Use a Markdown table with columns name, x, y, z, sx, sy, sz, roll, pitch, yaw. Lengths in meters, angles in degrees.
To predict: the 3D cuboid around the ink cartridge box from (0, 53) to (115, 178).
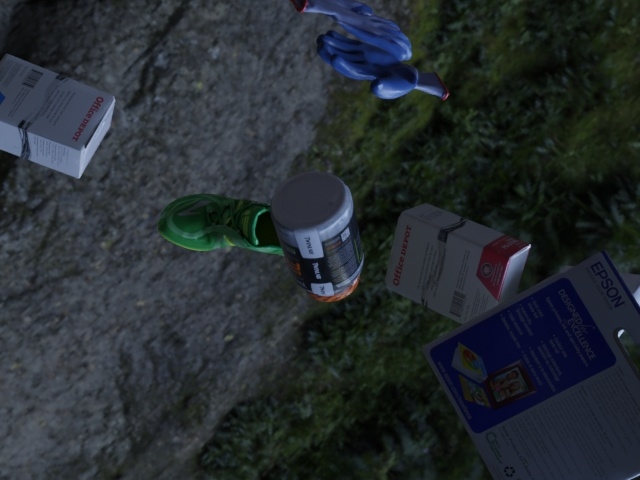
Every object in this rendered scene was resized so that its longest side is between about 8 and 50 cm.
| name | x | y | z | sx | sy | sz | roll | pitch | yaw |
| --- | --- | --- | --- | --- | --- | --- | --- | --- | --- |
| ink cartridge box | -0.481 | -0.214 | 1.410 | 0.086 | 0.203 | 0.148 | 120 | -10 | -51 |

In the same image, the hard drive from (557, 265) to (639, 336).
| name | x | y | z | sx | sy | sz | roll | pitch | yaw |
| --- | --- | --- | --- | --- | --- | --- | --- | --- | --- |
| hard drive | 0.435 | 0.199 | 1.527 | 0.353 | 0.047 | 0.233 | -49 | -162 | -12 |

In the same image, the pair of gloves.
| name | x | y | z | sx | sy | sz | roll | pitch | yaw |
| --- | --- | --- | --- | --- | --- | --- | --- | --- | --- |
| pair of gloves | 0.049 | -0.203 | 0.853 | 0.023 | 0.159 | 0.198 | -57 | -143 | 32 |

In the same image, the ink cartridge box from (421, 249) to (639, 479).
| name | x | y | z | sx | sy | sz | roll | pitch | yaw |
| --- | --- | --- | --- | --- | --- | --- | --- | --- | --- |
| ink cartridge box | 0.355 | 0.218 | 1.195 | 0.307 | 0.303 | 0.072 | -30 | 170 | 12 |

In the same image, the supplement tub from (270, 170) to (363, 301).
| name | x | y | z | sx | sy | sz | roll | pitch | yaw |
| --- | --- | --- | --- | --- | --- | --- | --- | --- | --- |
| supplement tub | 0.000 | 0.000 | 1.188 | 0.117 | 0.117 | 0.190 | -45 | 146 | -23 |

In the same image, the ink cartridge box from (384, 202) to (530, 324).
| name | x | y | z | sx | sy | sz | roll | pitch | yaw |
| --- | --- | --- | --- | --- | --- | --- | --- | --- | --- |
| ink cartridge box | 0.259 | 0.051 | 1.568 | 0.100 | 0.237 | 0.172 | -23 | 130 | -49 |

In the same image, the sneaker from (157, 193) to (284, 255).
| name | x | y | z | sx | sy | sz | roll | pitch | yaw |
| --- | --- | --- | --- | --- | --- | --- | --- | --- | --- |
| sneaker | -0.139 | -0.034 | 1.436 | 0.123 | 0.296 | 0.109 | 100 | -5 | -78 |
